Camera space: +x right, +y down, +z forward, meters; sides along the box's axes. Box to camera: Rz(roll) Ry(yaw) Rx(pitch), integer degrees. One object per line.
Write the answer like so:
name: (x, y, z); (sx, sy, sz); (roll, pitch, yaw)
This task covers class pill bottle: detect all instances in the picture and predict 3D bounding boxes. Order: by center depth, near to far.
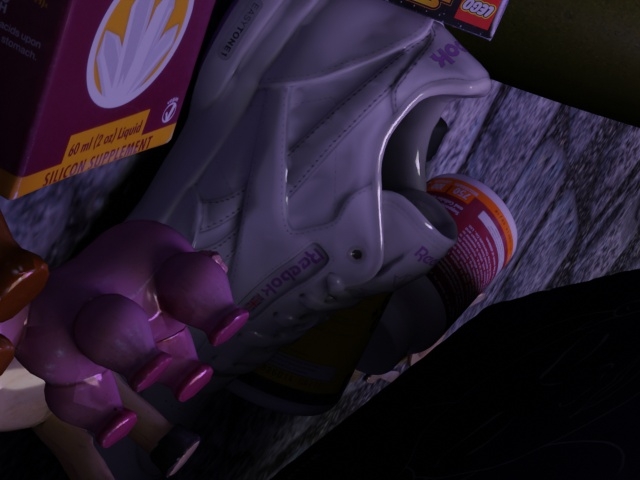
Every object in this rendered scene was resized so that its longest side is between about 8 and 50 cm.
pill bottle: (0.000, 0.000, 1.000); (0.184, 0.103, 0.103); (-64, 161, 15)
pill bottle: (0.069, 0.025, 1.243); (0.152, 0.086, 0.086); (-45, 157, -38)

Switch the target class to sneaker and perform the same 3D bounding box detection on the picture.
sneaker: (-0.026, 0.011, 0.876); (0.305, 0.152, 0.114); (-63, 163, 15)

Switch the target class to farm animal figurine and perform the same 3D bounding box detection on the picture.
farm animal figurine: (-0.192, 0.055, 0.523); (0.327, 0.172, 0.330); (-42, 166, -12)

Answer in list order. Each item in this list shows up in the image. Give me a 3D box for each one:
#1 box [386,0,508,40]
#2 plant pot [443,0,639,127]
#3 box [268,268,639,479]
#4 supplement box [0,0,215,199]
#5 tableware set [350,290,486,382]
box: (0.034, -0.160, 0.804); (0.027, 0.137, 0.094); (-99, -149, -66)
plant pot: (0.241, -0.193, 0.932); (0.366, 0.353, 0.366); (-49, 160, -26)
box: (0.122, 0.248, 0.972); (0.480, 0.297, 0.472); (-36, -172, -25)
supplement box: (-0.085, -0.122, 0.627); (0.104, 0.081, 0.188); (-28, 144, -57)
tableware set: (0.078, 0.067, 1.405); (0.128, 0.039, 0.194); (-61, 161, 5)
